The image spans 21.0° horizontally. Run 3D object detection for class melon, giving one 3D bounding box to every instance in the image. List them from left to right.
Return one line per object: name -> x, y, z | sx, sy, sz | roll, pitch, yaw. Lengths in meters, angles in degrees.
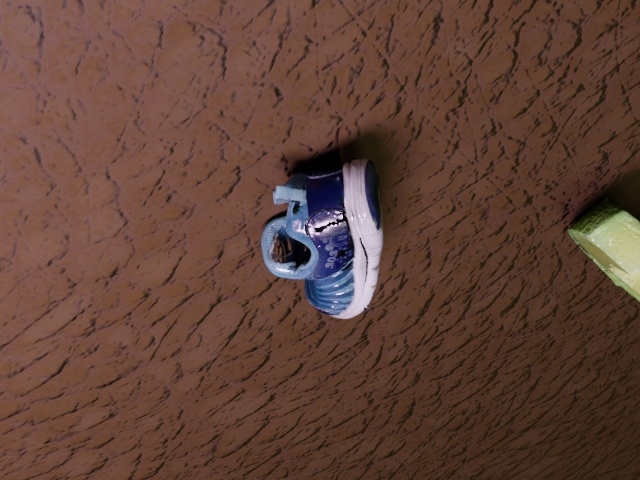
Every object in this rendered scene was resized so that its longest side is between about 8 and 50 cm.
melon -> 0.322, 0.013, 1.784 | 0.064, 0.118, 0.209 | -48, 160, 3

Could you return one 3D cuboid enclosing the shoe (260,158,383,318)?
shoe -> 0.000, 0.000, 1.525 | 0.106, 0.092, 0.207 | -3, 151, -2
